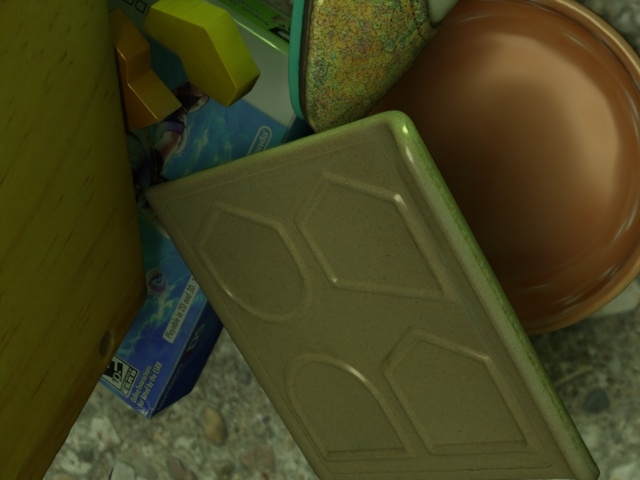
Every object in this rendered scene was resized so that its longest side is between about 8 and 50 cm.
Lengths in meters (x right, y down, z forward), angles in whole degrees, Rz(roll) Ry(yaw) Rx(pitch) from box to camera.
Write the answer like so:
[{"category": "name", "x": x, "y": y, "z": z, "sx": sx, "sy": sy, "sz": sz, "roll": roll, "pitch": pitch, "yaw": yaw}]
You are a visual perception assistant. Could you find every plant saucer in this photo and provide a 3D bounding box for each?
[{"category": "plant saucer", "x": 0.098, "y": -0.046, "z": 0.700, "sx": 0.200, "sy": 0.037, "sz": 0.200, "roll": 8, "pitch": 109, "yaw": 24}]

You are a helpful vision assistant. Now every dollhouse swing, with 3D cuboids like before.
[{"category": "dollhouse swing", "x": -0.271, "y": -0.073, "z": 0.614, "sx": 0.305, "sy": 0.315, "sz": 0.347, "roll": 11, "pitch": 133, "yaw": 13}]

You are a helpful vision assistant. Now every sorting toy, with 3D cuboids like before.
[{"category": "sorting toy", "x": 0.000, "y": 0.000, "z": 0.660, "sx": 0.229, "sy": 0.041, "sz": 0.307, "roll": -10, "pitch": 115, "yaw": 50}]

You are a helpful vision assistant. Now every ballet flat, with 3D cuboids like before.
[{"category": "ballet flat", "x": 0.059, "y": -0.216, "z": 0.610, "sx": 0.123, "sy": 0.123, "sz": 0.349, "roll": 10, "pitch": 98, "yaw": 23}]

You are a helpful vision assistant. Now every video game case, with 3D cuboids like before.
[{"category": "video game case", "x": -0.142, "y": -0.061, "z": 0.800, "sx": 0.244, "sy": 0.061, "sz": 0.269, "roll": 35, "pitch": 117, "yaw": 14}]
